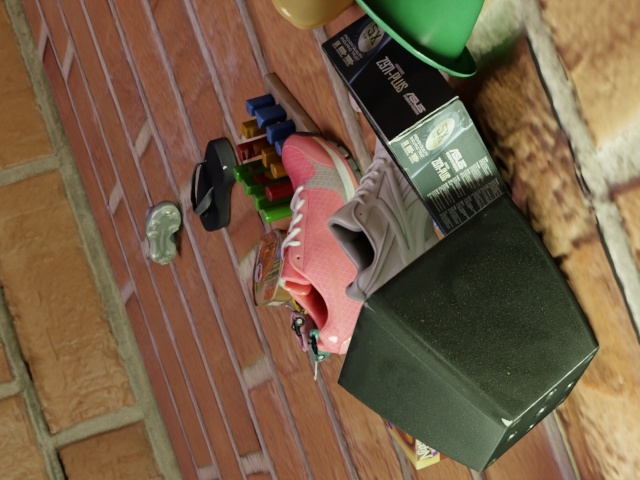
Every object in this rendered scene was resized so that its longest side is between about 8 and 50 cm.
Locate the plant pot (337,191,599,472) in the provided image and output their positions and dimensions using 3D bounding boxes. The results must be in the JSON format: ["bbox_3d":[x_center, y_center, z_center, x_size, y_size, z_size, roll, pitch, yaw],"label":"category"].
[{"bbox_3d":[0.149,0.102,1.418,0.167,0.188,0.187,45,154,16],"label":"plant pot"}]

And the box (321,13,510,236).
[{"bbox_3d":[0.092,-0.112,1.430,0.147,0.077,0.180,59,-176,38],"label":"box"}]

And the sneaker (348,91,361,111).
[{"bbox_3d":[0.061,-0.171,1.631,0.134,0.051,0.070,-145,38,-68],"label":"sneaker"}]

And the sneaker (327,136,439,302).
[{"bbox_3d":[0.064,-0.037,1.572,0.090,0.115,0.232,132,141,-59],"label":"sneaker"}]

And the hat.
[{"bbox_3d":[0.130,-0.265,1.341,0.183,0.173,0.208,-49,25,22],"label":"hat"}]

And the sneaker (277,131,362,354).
[{"bbox_3d":[0.000,0.000,1.844,0.116,0.136,0.314,105,144,-59],"label":"sneaker"}]

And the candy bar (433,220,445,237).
[{"bbox_3d":[0.144,-0.005,1.590,0.161,0.018,0.040,-124,23,-45],"label":"candy bar"}]

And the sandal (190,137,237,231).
[{"bbox_3d":[-0.186,-0.093,2.476,0.254,0.054,0.097,108,141,-63],"label":"sandal"}]

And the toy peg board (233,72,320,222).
[{"bbox_3d":[-0.063,-0.112,2.030,0.161,0.079,0.160,-127,25,-46],"label":"toy peg board"}]

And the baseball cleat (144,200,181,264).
[{"bbox_3d":[-0.316,-0.037,2.919,0.206,0.072,0.109,107,149,-56],"label":"baseball cleat"}]

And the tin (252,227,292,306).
[{"bbox_3d":[-0.065,0.043,2.208,0.190,0.040,0.106,153,126,-74],"label":"tin"}]

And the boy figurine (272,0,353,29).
[{"bbox_3d":[-0.050,-0.364,1.715,0.177,0.092,0.285,99,148,-56],"label":"boy figurine"}]

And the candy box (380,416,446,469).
[{"bbox_3d":[0.098,0.178,1.863,0.186,0.053,0.109,-128,26,-46],"label":"candy box"}]

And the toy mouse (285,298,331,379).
[{"bbox_3d":[-0.012,0.132,2.195,0.161,0.031,0.143,-169,63,-71],"label":"toy mouse"}]
